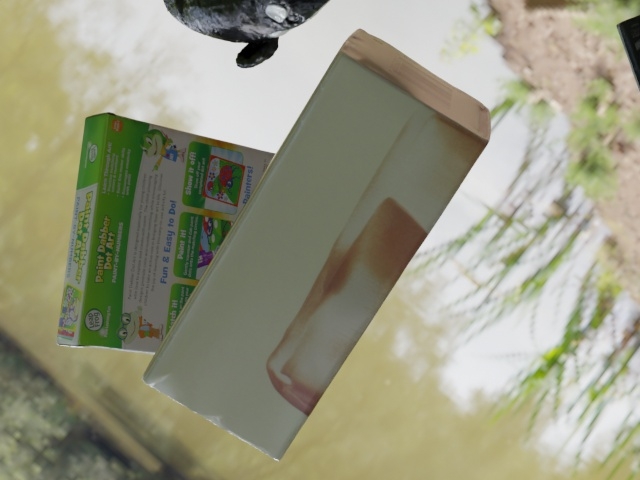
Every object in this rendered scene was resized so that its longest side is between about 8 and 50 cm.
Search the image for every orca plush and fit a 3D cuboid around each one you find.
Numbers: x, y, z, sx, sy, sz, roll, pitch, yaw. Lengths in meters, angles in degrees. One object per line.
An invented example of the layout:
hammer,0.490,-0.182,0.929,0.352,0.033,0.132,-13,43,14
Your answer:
orca plush,-0.105,-0.253,1.231,0.102,0.151,0.287,10,-162,-38

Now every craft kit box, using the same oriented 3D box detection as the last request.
craft kit box,-0.156,0.007,1.479,0.246,0.250,0.061,12,171,-40

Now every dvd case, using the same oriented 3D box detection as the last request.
dvd case,0.314,-0.069,1.167,0.179,0.029,0.239,-1,-108,-73

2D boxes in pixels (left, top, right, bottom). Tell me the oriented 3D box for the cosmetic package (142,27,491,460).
cosmetic package,0.000,0.000,1.036,0.129,0.296,0.153,32,-162,-3
